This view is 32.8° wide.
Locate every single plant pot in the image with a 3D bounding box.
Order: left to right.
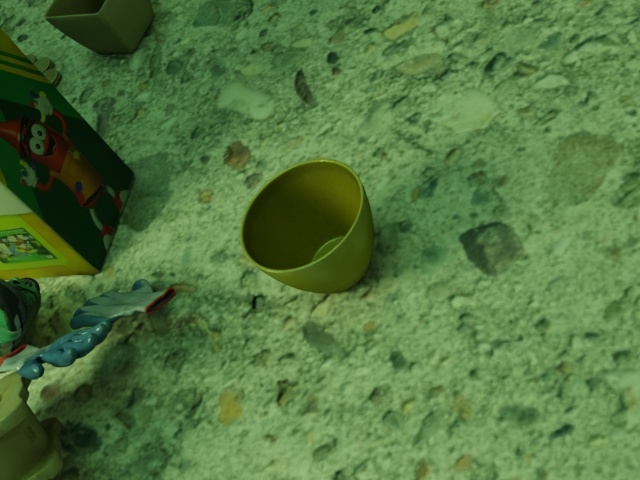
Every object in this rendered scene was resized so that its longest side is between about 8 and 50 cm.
[{"bbox_3d":[-0.297,-0.319,1.515,0.109,0.096,0.109,4,58,34],"label":"plant pot"},{"bbox_3d":[0.000,0.000,1.085,0.134,0.095,0.134,-16,49,19],"label":"plant pot"}]

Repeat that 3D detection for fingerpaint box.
[{"bbox_3d":[-0.514,-0.110,1.294,0.444,0.371,0.163,-5,54,29],"label":"fingerpaint box"}]

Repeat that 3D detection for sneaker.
[{"bbox_3d":[-0.347,0.064,1.189,0.098,0.083,0.224,-59,6,-28],"label":"sneaker"}]

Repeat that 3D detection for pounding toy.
[{"bbox_3d":[-0.318,0.246,1.055,0.154,0.155,0.269,-31,14,-8],"label":"pounding toy"}]

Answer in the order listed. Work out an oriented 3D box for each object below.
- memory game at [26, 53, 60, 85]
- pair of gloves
[{"bbox_3d":[-0.454,-0.196,1.575,0.186,0.012,0.186,-16,50,20],"label":"memory game"},{"bbox_3d":[-0.245,0.089,1.146,0.159,0.023,0.198,-11,20,45],"label":"pair of gloves"}]
